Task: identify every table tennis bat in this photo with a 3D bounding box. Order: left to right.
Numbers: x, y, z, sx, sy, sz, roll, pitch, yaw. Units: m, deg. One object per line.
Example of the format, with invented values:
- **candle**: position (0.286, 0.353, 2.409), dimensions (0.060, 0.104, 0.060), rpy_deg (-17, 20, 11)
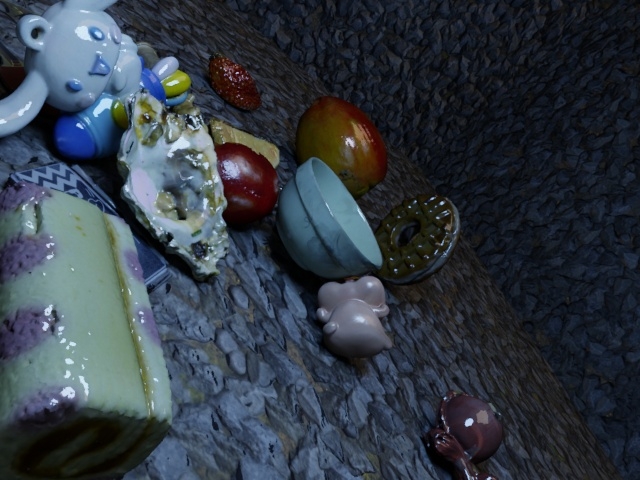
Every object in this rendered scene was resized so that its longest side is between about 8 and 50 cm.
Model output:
- **table tennis bat**: position (-0.568, -0.314, 1.068), dimensions (0.220, 0.019, 0.130), rpy_deg (48, 21, -2)

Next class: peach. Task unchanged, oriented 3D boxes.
- **peach**: position (-0.177, -0.114, 1.273), dimensions (0.267, 0.158, 0.154), rpy_deg (30, 47, -55)
- **peach**: position (0.064, -0.314, 1.916), dimensions (0.373, 0.289, 0.373), rpy_deg (48, 19, -22)

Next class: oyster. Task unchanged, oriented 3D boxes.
- **oyster**: position (-0.276, -0.091, 1.022), dimensions (0.201, 0.107, 0.355), rpy_deg (-17, 95, -51)

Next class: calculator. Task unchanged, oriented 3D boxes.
- **calculator**: position (-0.367, -0.020, 0.917), dimensions (0.274, 0.028, 0.166), rpy_deg (47, 17, -5)

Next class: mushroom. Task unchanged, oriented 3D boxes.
- **mushroom**: position (-0.426, -0.409, 1.417), dimensions (0.096, 0.108, 0.247), rpy_deg (87, -18, -52)

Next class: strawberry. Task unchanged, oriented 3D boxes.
- **strawberry**: position (-0.297, -0.510, 1.856), dimensions (0.236, 0.107, 0.175), rpy_deg (41, -15, -19)

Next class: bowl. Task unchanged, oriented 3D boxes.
- **bowl**: position (0.006, -0.034, 1.327), dimensions (0.307, 0.163, 0.307), rpy_deg (52, 19, -26)

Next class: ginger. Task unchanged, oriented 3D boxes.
- **ginger**: position (-0.335, -0.283, 1.363), dimensions (0.065, 0.118, 0.299), rpy_deg (38, 14, -37)

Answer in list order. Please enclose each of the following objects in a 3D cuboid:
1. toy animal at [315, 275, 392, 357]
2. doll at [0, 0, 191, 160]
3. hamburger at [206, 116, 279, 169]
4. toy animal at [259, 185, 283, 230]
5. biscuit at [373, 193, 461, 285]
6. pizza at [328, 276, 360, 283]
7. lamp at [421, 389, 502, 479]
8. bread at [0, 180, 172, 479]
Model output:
- **toy animal**: position (0.078, 0.166, 1.265), dimensions (0.171, 0.171, 0.198), rpy_deg (38, 26, -22)
- **doll**: position (-0.389, -0.273, 1.006), dimensions (0.187, 0.376, 0.365), rpy_deg (50, 0, 25)
- **hamburger**: position (-0.211, -0.211, 1.463), dimensions (0.262, 0.124, 0.131), rpy_deg (16, 55, -47)
- **toy animal**: position (-0.126, -0.103, 1.485), dimensions (0.105, 0.070, 0.202), rpy_deg (16, 36, -22)
- **biscuit**: position (0.291, -0.002, 1.757), dimensions (0.103, 0.332, 0.332), rpy_deg (40, 21, -32)
- **pizza**: position (0.000, 0.000, 1.519), dimensions (0.226, 0.086, 0.336), rpy_deg (16, 39, -56)
- **lamp**: position (0.335, 0.461, 1.275), dimensions (0.223, 0.151, 0.215), rpy_deg (-36, 73, -26)
- **bread**: position (-0.299, 0.099, 0.652), dimensions (0.187, 0.155, 0.338), rpy_deg (34, 20, -50)
